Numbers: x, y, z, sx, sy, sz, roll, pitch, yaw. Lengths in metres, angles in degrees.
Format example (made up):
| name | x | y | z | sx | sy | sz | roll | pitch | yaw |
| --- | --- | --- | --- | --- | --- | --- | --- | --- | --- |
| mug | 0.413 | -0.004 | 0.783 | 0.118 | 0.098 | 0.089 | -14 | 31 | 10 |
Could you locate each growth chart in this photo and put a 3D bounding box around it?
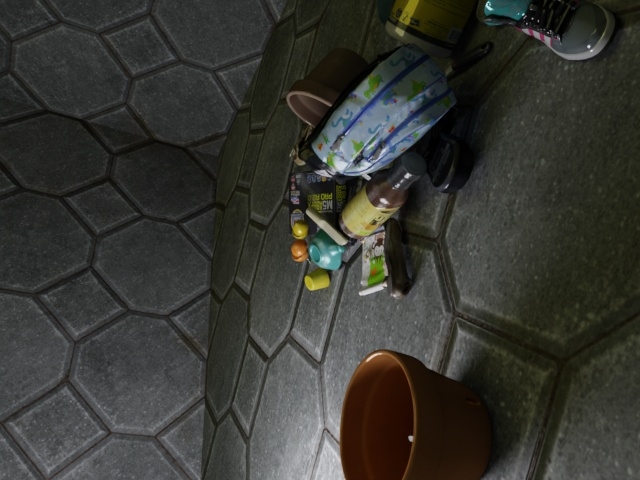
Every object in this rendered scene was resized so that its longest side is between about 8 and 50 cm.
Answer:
| name | x | y | z | sx | sy | sz | roll | pitch | yaw |
| --- | --- | --- | --- | --- | --- | --- | --- | --- | --- |
| growth chart | 0.151 | 0.040 | 1.714 | 0.172 | 0.021 | 0.237 | -42 | 41 | 54 |

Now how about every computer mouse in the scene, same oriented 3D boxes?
| name | x | y | z | sx | sy | sz | roll | pitch | yaw |
| --- | --- | --- | --- | --- | --- | --- | --- | --- | --- |
| computer mouse | 0.304 | -0.193 | 1.421 | 0.272 | 0.072 | 0.188 | -93 | 22 | -63 |

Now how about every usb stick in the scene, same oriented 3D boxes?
| name | x | y | z | sx | sy | sz | roll | pitch | yaw |
| --- | --- | --- | --- | --- | --- | --- | --- | --- | --- |
| usb stick | 0.111 | -0.121 | 1.874 | 0.077 | 0.045 | 0.278 | 5 | 82 | 61 |

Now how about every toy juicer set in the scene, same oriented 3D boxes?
| name | x | y | z | sx | sy | sz | roll | pitch | yaw |
| --- | --- | --- | --- | --- | --- | --- | --- | --- | --- |
| toy juicer set | 0.000 | 0.000 | 1.905 | 0.209 | 0.090 | 0.329 | 58 | 149 | 20 |

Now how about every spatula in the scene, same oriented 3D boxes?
| name | x | y | z | sx | sy | sz | roll | pitch | yaw |
| --- | --- | --- | --- | --- | --- | --- | --- | --- | --- |
| spatula | 0.327 | -0.424 | 1.535 | 0.296 | 0.030 | 0.084 | 155 | 124 | -63 |

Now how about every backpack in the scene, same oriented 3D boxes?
| name | x | y | z | sx | sy | sz | roll | pitch | yaw |
| --- | --- | --- | --- | --- | --- | --- | --- | --- | --- |
| backpack | 0.149 | -0.305 | 1.459 | 0.273 | 0.290 | 0.355 | 42 | 134 | 15 |

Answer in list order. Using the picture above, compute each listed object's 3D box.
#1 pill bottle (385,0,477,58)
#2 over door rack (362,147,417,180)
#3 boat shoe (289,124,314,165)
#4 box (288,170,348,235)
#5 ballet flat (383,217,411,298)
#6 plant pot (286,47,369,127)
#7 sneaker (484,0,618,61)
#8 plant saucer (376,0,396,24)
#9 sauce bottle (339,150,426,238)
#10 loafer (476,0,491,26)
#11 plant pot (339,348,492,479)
| name | x | y | z | sx | sy | sz | roll | pitch | yaw |
| --- | --- | --- | --- | --- | --- | --- | --- | --- | --- |
| pill bottle | 0.307 | -0.639 | 1.496 | 0.188 | 0.188 | 0.334 | -111 | 40 | -55 |
| over door rack | 0.183 | -0.362 | 1.752 | 0.239 | 0.108 | 0.324 | 152 | 127 | -63 |
| boat shoe | -0.053 | -0.386 | 2.365 | 0.285 | 0.089 | 0.104 | 138 | 139 | -56 |
| box | -0.011 | -0.123 | 2.012 | 0.270 | 0.060 | 0.216 | 2 | 93 | 55 |
| ballet flat | 0.198 | 0.044 | 1.563 | 0.084 | 0.058 | 0.249 | 97 | 175 | -48 |
| plant pot | 0.053 | -0.502 | 2.012 | 0.229 | 0.263 | 0.263 | -61 | 20 | -9 |
| sneaker | 0.407 | -0.438 | 1.145 | 0.295 | 0.178 | 0.123 | -114 | 43 | -57 |
| plant saucer | 0.260 | -0.712 | 1.608 | 0.044 | 0.318 | 0.317 | 35 | 118 | 21 |
| sauce bottle | 0.158 | -0.114 | 1.579 | 0.344 | 0.111 | 0.111 | 132 | 145 | -59 |
| loafer | 0.406 | -0.645 | 1.356 | 0.112 | 0.112 | 0.319 | 31 | 107 | 65 |
| plant pot | 0.189 | 0.369 | 1.182 | 0.291 | 0.204 | 0.290 | -167 | 90 | -68 |
